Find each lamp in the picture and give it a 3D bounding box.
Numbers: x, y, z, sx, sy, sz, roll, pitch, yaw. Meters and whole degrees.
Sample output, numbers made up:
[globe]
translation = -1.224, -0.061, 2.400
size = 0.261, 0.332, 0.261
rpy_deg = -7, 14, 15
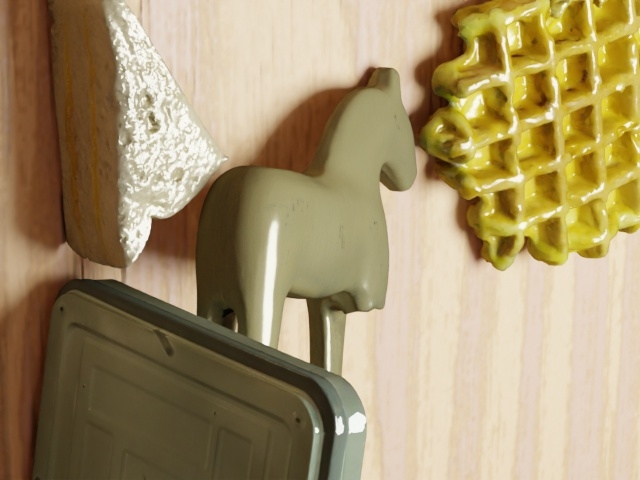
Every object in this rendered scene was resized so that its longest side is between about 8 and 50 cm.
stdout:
[lamp]
translation = -0.086, 0.178, 1.197
size = 0.047, 0.269, 0.266
rpy_deg = -2, 105, -43

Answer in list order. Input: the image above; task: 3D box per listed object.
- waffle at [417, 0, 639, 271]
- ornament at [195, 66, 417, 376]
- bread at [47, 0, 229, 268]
[waffle]
translation = 0.164, -0.080, 1.453
size = 0.219, 0.057, 0.229
rpy_deg = -23, 118, -31
[ornament]
translation = 0.000, 0.000, 1.303
size = 0.230, 0.061, 0.245
rpy_deg = 5, 88, -58
[bread]
translation = -0.136, -0.072, 1.203
size = 0.105, 0.077, 0.152
rpy_deg = -47, 126, -19
